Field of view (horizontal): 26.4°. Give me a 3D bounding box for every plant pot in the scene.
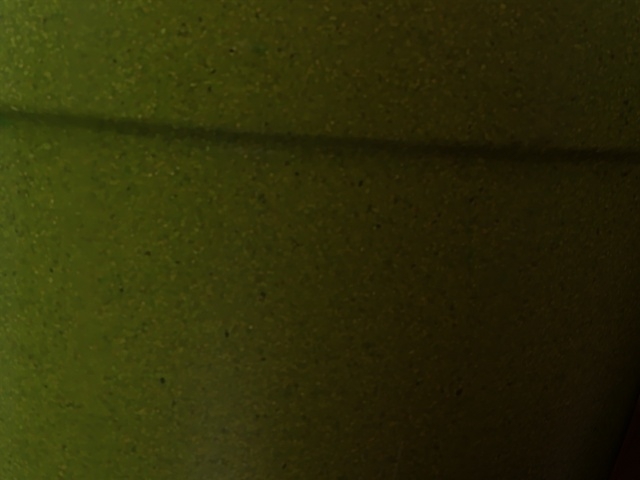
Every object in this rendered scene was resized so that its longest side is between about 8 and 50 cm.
[{"bbox_3d":[-0.030,0.046,0.554,0.366,0.367,0.353,-137,52,-74],"label":"plant pot"}]
